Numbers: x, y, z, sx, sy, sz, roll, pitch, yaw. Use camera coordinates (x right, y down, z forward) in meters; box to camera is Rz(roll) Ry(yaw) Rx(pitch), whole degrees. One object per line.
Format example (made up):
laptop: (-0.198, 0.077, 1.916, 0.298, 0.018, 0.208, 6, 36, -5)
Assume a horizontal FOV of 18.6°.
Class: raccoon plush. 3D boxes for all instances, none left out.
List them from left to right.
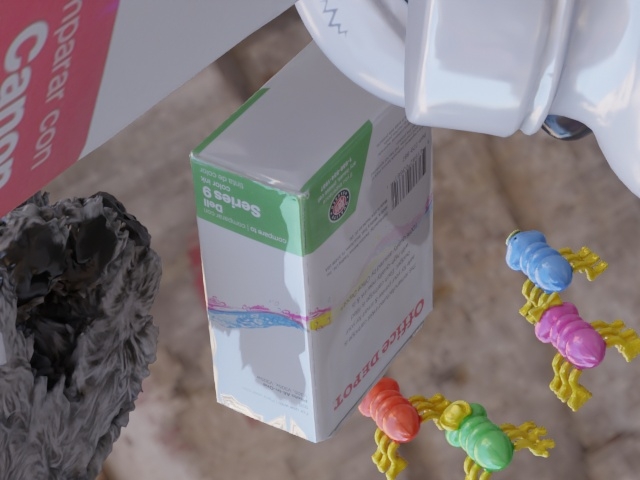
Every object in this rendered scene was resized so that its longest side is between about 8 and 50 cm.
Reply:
raccoon plush: (-0.297, 0.104, 1.267, 0.299, 0.216, 0.447, 15, 97, 29)

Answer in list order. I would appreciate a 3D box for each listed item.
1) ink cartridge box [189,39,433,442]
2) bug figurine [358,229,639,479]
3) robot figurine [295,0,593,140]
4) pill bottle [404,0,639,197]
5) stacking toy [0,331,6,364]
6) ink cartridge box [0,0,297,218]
ink cartridge box: (0.000, 0.000, 1.264, 0.093, 0.154, 0.212, 18, 135, 27)
bug figurine: (0.152, 0.105, 1.710, 0.072, 0.279, 0.216, 48, 175, -35)
robot figurine: (0.110, -0.184, 1.024, 0.173, 0.278, 0.209, 31, -142, -38)
pill bottle: (0.244, -0.112, 0.782, 0.229, 0.407, 0.229, -175, 90, -88)
stacking toy: (-0.229, 0.153, 1.051, 0.221, 0.052, 0.167, -22, 75, 45)
ink cartridge box: (-0.080, -0.187, 0.441, 0.279, 0.384, 0.160, 35, 139, 16)
